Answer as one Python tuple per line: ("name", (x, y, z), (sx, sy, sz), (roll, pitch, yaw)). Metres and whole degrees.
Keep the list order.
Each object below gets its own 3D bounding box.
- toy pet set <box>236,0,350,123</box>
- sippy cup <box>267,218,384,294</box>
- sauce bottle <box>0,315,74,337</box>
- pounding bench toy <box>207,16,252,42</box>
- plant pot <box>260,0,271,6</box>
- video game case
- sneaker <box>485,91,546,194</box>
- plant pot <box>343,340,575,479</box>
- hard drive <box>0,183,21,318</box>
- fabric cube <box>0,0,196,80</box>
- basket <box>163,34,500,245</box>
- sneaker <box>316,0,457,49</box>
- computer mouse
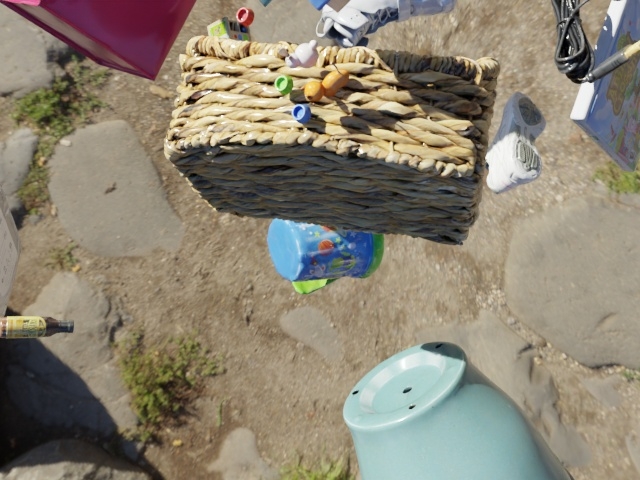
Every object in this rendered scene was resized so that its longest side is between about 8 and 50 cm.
("toy pet set", (-0.020, -0.173, 0.472), (0.114, 0.065, 0.122), (-39, 68, 24))
("sippy cup", (0.000, 0.000, 1.563), (0.224, 0.240, 0.306), (-13, 105, -30))
("sauce bottle", (-0.533, 0.162, 1.197), (0.128, 0.042, 0.042), (1, 105, -28))
("pounding bench toy", (-0.162, -0.360, 1.177), (0.052, 0.065, 0.083), (-11, 89, 39))
("plant pot", (-0.113, -0.775, 1.694), (0.234, 0.165, 0.166), (-38, 112, 14))
("video game case", (0.427, -0.226, 0.877), (0.023, 0.193, 0.212), (18, 87, 47))
("sneaker", (0.349, -0.183, 1.191), (0.090, 0.232, 0.115), (33, 142, -16))
("plant pot", (0.166, 0.289, 0.855), (0.271, 0.272, 0.255), (-29, 101, 14))
("hard drive", (-0.756, 0.023, 1.437), (0.064, 0.237, 0.339), (5, 148, -10))
("fabric cube", (-0.414, -0.496, 1.218), (0.259, 0.254, 0.258), (25, 89, 41))
("basket", (0.019, -0.144, 0.626), (0.299, 0.213, 0.223), (8, 73, 13))
("sneaker", (0.166, -0.594, 1.671), (0.365, 0.137, 0.210), (11, 71, 11))
("computer mouse", (0.332, -0.285, 0.666), (0.060, 0.262, 0.184), (16, 66, -24))
